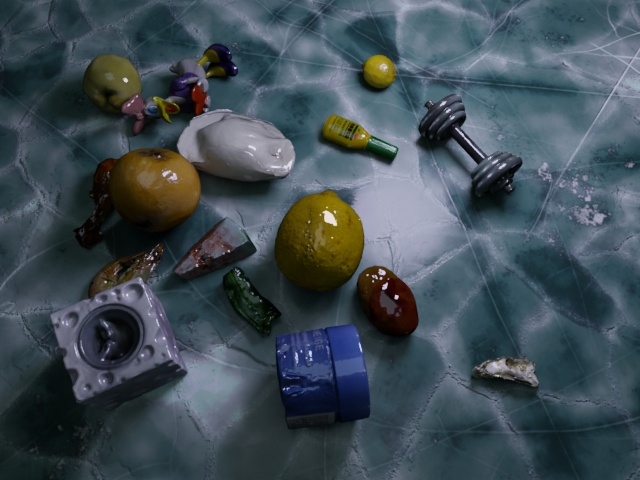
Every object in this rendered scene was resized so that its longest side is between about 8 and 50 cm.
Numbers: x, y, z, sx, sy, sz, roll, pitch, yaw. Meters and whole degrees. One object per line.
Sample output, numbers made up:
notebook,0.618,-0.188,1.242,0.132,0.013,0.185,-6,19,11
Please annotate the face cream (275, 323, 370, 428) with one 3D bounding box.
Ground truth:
face cream,-0.001,0.357,1.421,0.225,0.249,0.249,-9,69,-5

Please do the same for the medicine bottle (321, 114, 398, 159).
medicine bottle,0.135,-0.338,1.813,0.260,0.064,0.095,24,68,6

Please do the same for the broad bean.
broad bean,0.196,0.174,1.577,0.156,0.122,0.229,-24,74,-10

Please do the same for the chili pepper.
chili pepper,-0.205,0.179,1.586,0.098,0.061,0.224,-41,78,-3

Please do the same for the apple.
apple,-0.680,-0.514,1.778,0.200,0.200,0.200,1,68,-3

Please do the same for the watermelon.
watermelon,-0.333,0.030,1.635,0.241,0.094,0.154,-38,67,-14

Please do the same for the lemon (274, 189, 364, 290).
lemon,0.000,0.000,1.565,0.257,0.258,0.310,9,72,1

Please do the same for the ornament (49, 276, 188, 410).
ornament,-0.520,0.278,1.432,0.239,0.240,0.240,-24,71,-11

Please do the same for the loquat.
loquat,-0.488,-0.156,1.606,0.263,0.263,0.263,1,68,-3

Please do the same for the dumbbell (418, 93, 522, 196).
dumbbell,0.480,-0.307,1.758,0.179,0.179,0.406,-34,74,-15

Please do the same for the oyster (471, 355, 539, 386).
oyster,0.536,0.373,1.561,0.199,0.061,0.106,21,50,3

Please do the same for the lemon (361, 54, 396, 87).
lemon,0.204,-0.591,1.896,0.133,0.109,0.109,27,69,17

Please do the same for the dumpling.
dumpling,-0.255,-0.313,1.728,0.341,0.181,0.260,-3,56,19

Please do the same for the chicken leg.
chicken leg,-0.671,-0.118,1.673,0.113,0.093,0.304,17,72,-8

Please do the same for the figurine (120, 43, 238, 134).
figurine,-0.463,-0.508,1.804,0.193,0.154,0.421,31,68,15

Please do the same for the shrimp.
shrimp,-0.568,0.098,1.603,0.145,0.061,0.267,37,73,21
